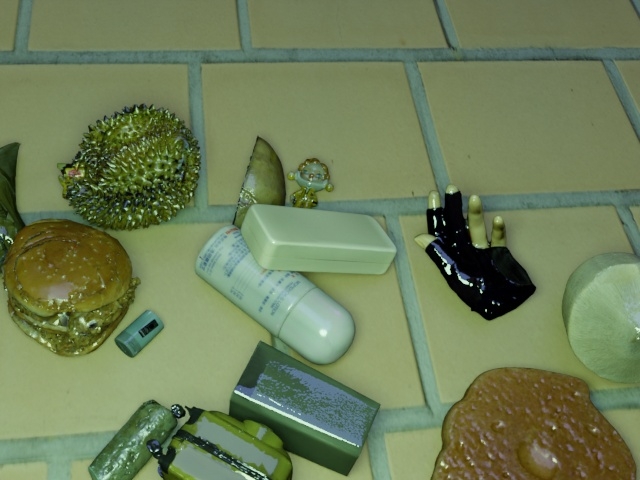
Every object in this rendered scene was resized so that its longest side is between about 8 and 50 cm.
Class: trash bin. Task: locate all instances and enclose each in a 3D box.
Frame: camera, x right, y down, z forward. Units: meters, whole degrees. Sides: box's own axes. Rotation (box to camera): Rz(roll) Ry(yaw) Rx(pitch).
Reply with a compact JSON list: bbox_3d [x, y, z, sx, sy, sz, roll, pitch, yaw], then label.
[{"bbox_3d":[-0.032,0.307,1.341,0.241,0.164,0.122,25,57,6],"label":"trash bin"}]

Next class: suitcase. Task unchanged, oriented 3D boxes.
[{"bbox_3d":[-0.154,0.376,1.252,0.235,0.194,0.143,26,60,11],"label":"suitcase"}]

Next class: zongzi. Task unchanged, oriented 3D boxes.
[{"bbox_3d":[-0.644,-0.075,1.541,0.251,0.125,0.274,32,52,15],"label":"zongzi"}]

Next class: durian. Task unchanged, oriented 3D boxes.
[{"bbox_3d":[-0.384,-0.138,1.559,0.293,0.258,0.258,-37,68,-17],"label":"durian"}]

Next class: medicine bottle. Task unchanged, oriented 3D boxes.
[{"bbox_3d":[-0.082,0.113,1.480,0.341,0.130,0.130,35,59,17],"label":"medicine bottle"}]

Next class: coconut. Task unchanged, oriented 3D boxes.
[{"bbox_3d":[0.592,0.150,1.452,0.238,0.237,0.266,23,17,8],"label":"coconut"}]

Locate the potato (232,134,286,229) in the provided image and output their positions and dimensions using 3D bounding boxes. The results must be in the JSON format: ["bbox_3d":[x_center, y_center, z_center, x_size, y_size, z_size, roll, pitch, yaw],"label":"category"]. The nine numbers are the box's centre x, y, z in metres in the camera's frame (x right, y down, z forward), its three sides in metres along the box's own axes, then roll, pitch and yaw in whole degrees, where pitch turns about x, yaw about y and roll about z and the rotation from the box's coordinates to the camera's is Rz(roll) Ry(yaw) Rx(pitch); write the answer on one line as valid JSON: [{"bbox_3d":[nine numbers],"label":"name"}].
[{"bbox_3d":[-0.115,-0.130,1.652,0.100,0.120,0.261,15,56,-5],"label":"potato"}]

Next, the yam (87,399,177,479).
[{"bbox_3d":[-0.330,0.361,1.313,0.078,0.078,0.179,34,62,15],"label":"yam"}]

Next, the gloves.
[{"bbox_3d":[0.308,0.025,1.574,0.197,0.152,0.300,-19,85,-26],"label":"gloves"}]

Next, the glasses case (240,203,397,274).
[{"bbox_3d":[0.000,0.000,1.521,0.313,0.070,0.131,4,36,-35],"label":"glasses case"}]

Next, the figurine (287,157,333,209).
[{"bbox_3d":[-0.022,-0.116,1.687,0.102,0.068,0.143,-5,69,-6],"label":"figurine"}]

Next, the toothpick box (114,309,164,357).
[{"bbox_3d":[-0.348,0.179,1.447,0.052,0.052,0.083,35,58,15],"label":"toothpick box"}]

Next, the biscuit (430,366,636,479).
[{"bbox_3d":[0.373,0.425,1.363,0.350,0.078,0.455,32,59,10],"label":"biscuit"}]

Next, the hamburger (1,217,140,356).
[{"bbox_3d":[-0.462,0.090,1.406,0.245,0.211,0.260,-8,53,-19],"label":"hamburger"}]
